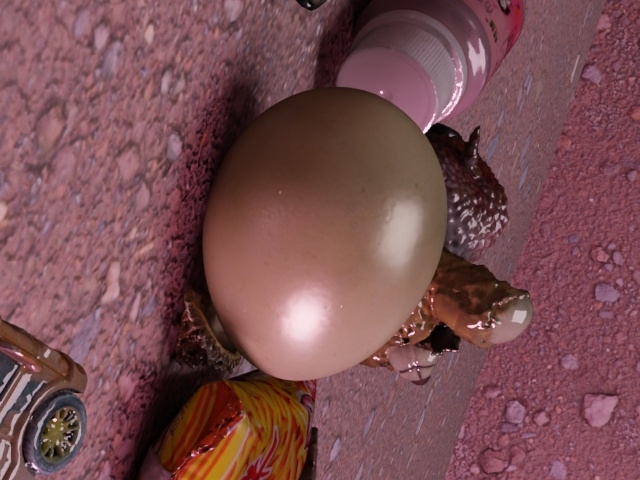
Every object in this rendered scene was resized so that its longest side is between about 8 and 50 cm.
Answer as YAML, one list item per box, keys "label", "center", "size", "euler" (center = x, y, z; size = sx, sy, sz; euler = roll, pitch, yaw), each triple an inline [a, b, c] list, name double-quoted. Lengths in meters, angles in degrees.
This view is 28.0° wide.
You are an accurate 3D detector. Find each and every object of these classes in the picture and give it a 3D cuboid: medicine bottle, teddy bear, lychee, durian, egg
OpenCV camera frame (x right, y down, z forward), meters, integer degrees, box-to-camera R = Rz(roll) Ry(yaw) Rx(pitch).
- label: "medicine bottle"
  center: [0.106, -0.192, 1.257]
  size: [0.247, 0.147, 0.147]
  euler: [-53, 157, -51]
- label: "teddy bear"
  center: [0.085, 0.078, 1.418]
  size: [0.256, 0.267, 0.156]
  euler: [86, -2, -67]
- label: "lychee"
  center: [0.146, -0.050, 1.519]
  size: [0.197, 0.165, 0.165]
  euler: [-49, -179, 36]
- label: "durian"
  center: [-0.090, 0.076, 1.058]
  size: [0.130, 0.052, 0.066]
  euler: [51, 55, -75]
- label: "egg"
  center: [0.000, 0.000, 1.020]
  size: [0.188, 0.189, 0.253]
  euler: [-48, 157, -56]

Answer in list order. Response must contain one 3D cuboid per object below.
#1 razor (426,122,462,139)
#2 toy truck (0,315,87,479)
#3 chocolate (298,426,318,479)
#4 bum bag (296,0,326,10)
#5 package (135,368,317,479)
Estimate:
- label: "razor"
  center: [0.138, -0.080, 1.677]
  size: [0.090, 0.054, 0.148]
  euler: [7, 103, -75]
- label: "toy truck"
  center: [-0.220, 0.133, 0.571]
  size: [0.256, 0.108, 0.140]
  euler: [-63, 150, -20]
- label: "chocolate"
  center: [-0.049, 0.297, 1.347]
  size: [0.214, 0.093, 0.148]
  euler: [89, 2, -47]
- label: "bum bag"
  center: [0.030, -0.295, 1.000]
  size: [0.102, 0.069, 0.248]
  euler: [67, 42, -67]
- label: "package"
  center: [-0.094, 0.208, 1.109]
  size: [0.223, 0.108, 0.288]
  euler: [-66, 161, 5]
